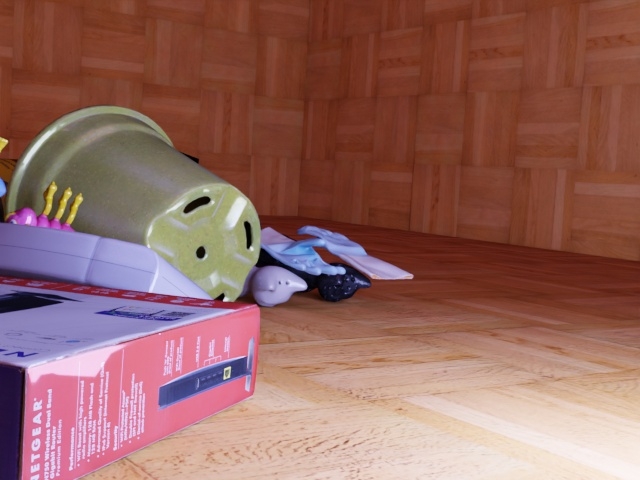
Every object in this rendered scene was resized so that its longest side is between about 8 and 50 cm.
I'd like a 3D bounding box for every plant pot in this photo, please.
[{"bbox_3d":[-0.223,-0.019,1.208,0.276,0.276,0.254,-1,17,-45],"label":"plant pot"}]

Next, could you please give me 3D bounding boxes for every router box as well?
[{"bbox_3d":[-0.259,0.087,0.704,0.336,0.082,0.301,5,4,20],"label":"router box"}]

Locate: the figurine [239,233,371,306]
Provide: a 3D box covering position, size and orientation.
[{"bbox_3d":[-0.064,0.050,1.401,0.215,0.092,0.209,-2,11,-44],"label":"figurine"}]

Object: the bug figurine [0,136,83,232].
[{"bbox_3d":[-0.400,0.006,1.074,0.216,0.279,0.072,19,36,-33],"label":"bug figurine"}]

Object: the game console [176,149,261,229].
[{"bbox_3d":[-0.221,-0.040,1.723,0.044,0.213,0.361,6,-6,34],"label":"game console"}]

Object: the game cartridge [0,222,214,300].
[{"bbox_3d":[-0.254,0.045,0.964,0.294,0.060,0.196,6,-18,25],"label":"game cartridge"}]

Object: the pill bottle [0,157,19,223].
[{"bbox_3d":[-0.466,-0.034,1.457,0.188,0.187,0.334,6,5,28],"label":"pill bottle"}]

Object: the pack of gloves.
[{"bbox_3d":[0.000,0.000,1.413,0.195,0.046,0.232,0,18,-36],"label":"pack of gloves"}]
